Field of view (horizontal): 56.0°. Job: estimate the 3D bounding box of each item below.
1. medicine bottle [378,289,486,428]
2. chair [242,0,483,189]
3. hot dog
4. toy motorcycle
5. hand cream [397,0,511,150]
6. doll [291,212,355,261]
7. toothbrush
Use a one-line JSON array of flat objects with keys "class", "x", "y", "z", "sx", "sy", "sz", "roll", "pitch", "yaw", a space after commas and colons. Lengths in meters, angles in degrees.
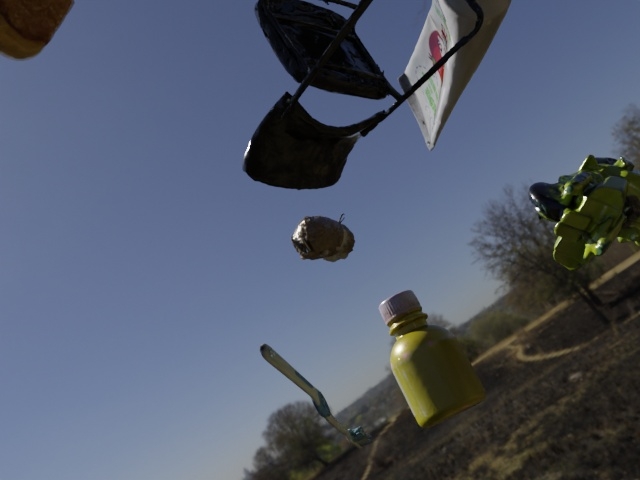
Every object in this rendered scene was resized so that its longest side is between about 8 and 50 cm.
[{"class": "medicine bottle", "x": 0.173, "y": 0.190, "z": 1.003, "sx": 0.121, "sy": 0.213, "sz": 0.122, "roll": -22, "pitch": -22, "yaw": -9}, {"class": "chair", "x": 0.007, "y": -0.169, "z": 0.551, "sx": 0.140, "sy": 0.145, "sz": 0.221, "roll": -1, "pitch": -38, "yaw": -39}, {"class": "hot dog", "x": -0.384, "y": -0.355, "z": 0.758, "sx": 0.257, "sy": 0.153, "sz": 0.150, "roll": -69, "pitch": -26, "yaw": -18}, {"class": "toy motorcycle", "x": 0.466, "y": -0.051, "z": 0.945, "sx": 0.342, "sy": 0.206, "sz": 0.142, "roll": -19, "pitch": -50, "yaw": -44}, {"class": "hand cream", "x": 0.149, "y": -0.224, "z": 0.722, "sx": 0.076, "sy": 0.121, "sz": 0.336, "roll": -16, "pitch": -12, "yaw": -7}, {"class": "doll", "x": -0.007, "y": -0.001, "z": 1.380, "sx": 0.105, "sy": 0.115, "sz": 0.221, "roll": -5, "pitch": 1, "yaw": 36}, {"class": "toothbrush", "x": -0.007, "y": 0.296, "z": 1.103, "sx": 0.040, "sy": 0.040, "sz": 0.386, "roll": -36, "pitch": -52, "yaw": 6}]
